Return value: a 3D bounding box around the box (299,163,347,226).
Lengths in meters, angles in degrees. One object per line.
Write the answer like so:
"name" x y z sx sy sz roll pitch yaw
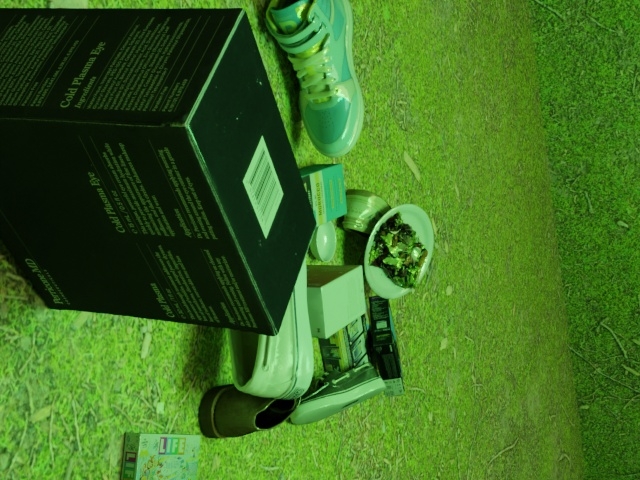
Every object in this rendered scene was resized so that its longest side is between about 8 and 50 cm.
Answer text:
"box" -0.031 -0.074 1.817 0.244 0.060 0.100 -26 113 -62

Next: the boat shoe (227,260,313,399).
"boat shoe" -0.119 0.063 1.562 0.156 0.136 0.367 9 66 -38

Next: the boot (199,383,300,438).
"boot" -0.071 0.258 1.673 0.305 0.115 0.112 -22 107 -63

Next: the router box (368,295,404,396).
"router box" 0.137 0.218 2.103 0.179 0.046 0.133 75 8 -45

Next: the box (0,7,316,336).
"box" -0.206 -0.074 1.133 0.343 0.313 0.179 72 29 -48

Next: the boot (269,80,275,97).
"boot" -0.161 -0.202 1.535 0.269 0.089 0.236 -59 153 -45

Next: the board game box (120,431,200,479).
"board game box" -0.227 0.327 1.447 0.154 0.026 0.103 22 69 -62

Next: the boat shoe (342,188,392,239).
"boat shoe" 0.128 -0.011 2.113 0.285 0.105 0.089 36 65 -45

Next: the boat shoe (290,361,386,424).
"boat shoe" 0.022 0.281 1.883 0.219 0.078 0.070 -13 64 -41

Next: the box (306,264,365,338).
"box" -0.014 0.103 1.770 0.170 0.130 0.091 -25 112 -62

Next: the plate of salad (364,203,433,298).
"plate of salad" 0.167 0.025 2.054 0.200 0.048 0.199 -15 114 -38

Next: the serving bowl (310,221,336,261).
"serving bowl" 0.000 0.000 1.917 0.083 0.027 0.083 -1 90 -65

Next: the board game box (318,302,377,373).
"board game box" 0.054 0.217 2.002 0.141 0.048 0.170 -40 125 -55

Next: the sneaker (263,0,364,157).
"sneaker" -0.021 -0.311 1.778 0.208 0.127 0.319 12 69 -65
